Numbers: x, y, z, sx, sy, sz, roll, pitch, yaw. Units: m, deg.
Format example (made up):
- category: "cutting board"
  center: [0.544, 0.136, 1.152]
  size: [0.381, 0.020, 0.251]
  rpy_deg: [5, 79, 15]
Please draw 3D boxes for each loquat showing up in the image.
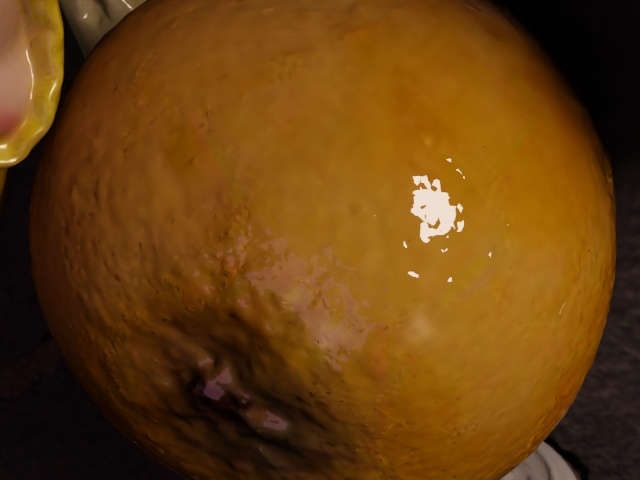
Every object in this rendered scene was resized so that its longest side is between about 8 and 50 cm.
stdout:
- category: "loquat"
  center: [0.000, 0.000, 0.618]
  size: [0.263, 0.263, 0.263]
  rpy_deg: [12, 125, 18]

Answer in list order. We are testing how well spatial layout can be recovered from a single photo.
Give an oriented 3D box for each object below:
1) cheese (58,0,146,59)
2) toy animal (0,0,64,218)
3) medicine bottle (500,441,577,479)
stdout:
- category: "cheese"
  center: [-0.082, -0.073, 0.744]
  size: [0.064, 0.043, 0.194]
  rpy_deg: [-6, 117, 30]
- category: "toy animal"
  center: [-0.187, -0.061, 0.580]
  size: [0.156, 0.156, 0.230]
  rpy_deg: [33, 125, 2]
- category: "medicine bottle"
  center: [0.059, 0.297, 0.813]
  size: [0.242, 0.242, 0.395]
  rpy_deg: [14, 114, 16]
